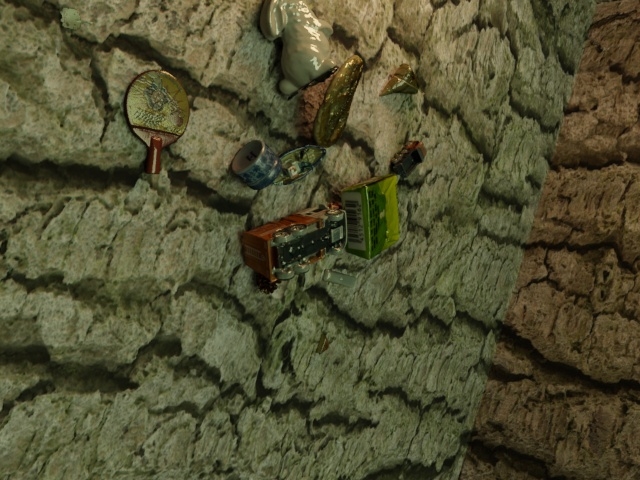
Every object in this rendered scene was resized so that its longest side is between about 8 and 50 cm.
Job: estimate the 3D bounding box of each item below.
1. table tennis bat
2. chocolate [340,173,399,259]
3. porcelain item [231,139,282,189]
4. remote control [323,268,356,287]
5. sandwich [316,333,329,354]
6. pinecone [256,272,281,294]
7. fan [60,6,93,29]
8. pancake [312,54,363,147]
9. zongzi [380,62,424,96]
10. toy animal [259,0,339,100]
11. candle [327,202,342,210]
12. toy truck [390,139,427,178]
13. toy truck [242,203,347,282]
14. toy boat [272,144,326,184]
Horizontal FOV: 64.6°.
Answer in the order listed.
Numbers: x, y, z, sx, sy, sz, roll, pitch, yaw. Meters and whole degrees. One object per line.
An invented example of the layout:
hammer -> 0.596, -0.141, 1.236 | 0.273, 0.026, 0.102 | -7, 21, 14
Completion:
table tennis bat -> -0.494, -0.355, 1.525 | 0.200, 0.038, 0.311 | 3, 93, -41
chocolate -> 0.207, -0.105, 2.078 | 0.288, 0.136, 0.301 | -27, 117, -53
porcelain item -> -0.213, -0.253, 1.713 | 0.114, 0.147, 0.147 | 42, 71, -39
remote control -> 0.086, 0.163, 2.136 | 0.184, 0.027, 0.050 | 18, 87, -43
sandwich -> 0.016, 0.439, 2.126 | 0.044, 0.030, 0.083 | 21, 86, -37
pinecone -> -0.192, 0.149, 1.844 | 0.102, 0.102, 0.109 | 60, 30, -31
fan -> -0.652, -0.592, 1.356 | 0.083, 0.004, 0.056 | -7, 102, -40
pancake -> 0.068, -0.506, 1.854 | 0.356, 0.065, 0.356 | -61, 172, -15
zongzi -> 0.350, -0.645, 2.197 | 0.178, 0.081, 0.189 | -49, 144, 3
toy animal -> -0.088, -0.699, 1.733 | 0.257, 0.194, 0.358 | -32, 104, -6
candle -> 0.073, -0.106, 2.056 | 0.052, 0.052, 0.131 | -54, 127, -19
toy truck -> 0.395, -0.364, 2.259 | 0.192, 0.092, 0.083 | -49, 125, -24
toy truck -> -0.087, -0.007, 1.834 | 0.387, 0.206, 0.174 | -23, 121, -40
toy boat -> -0.086, -0.275, 1.840 | 0.262, 0.115, 0.114 | -37, 121, -31
